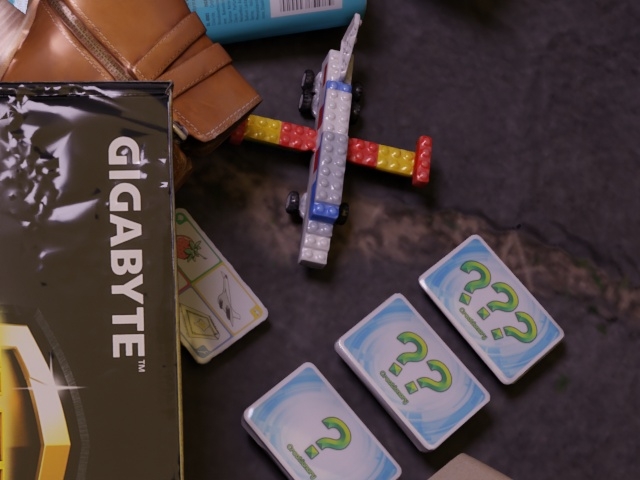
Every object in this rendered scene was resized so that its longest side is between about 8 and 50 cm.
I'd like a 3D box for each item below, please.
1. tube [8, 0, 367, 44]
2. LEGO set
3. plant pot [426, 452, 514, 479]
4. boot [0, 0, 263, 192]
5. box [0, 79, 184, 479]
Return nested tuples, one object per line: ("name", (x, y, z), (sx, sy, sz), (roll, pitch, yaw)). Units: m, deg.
("tube", (-0.080, -0.132, 0.883), (0.207, 0.052, 0.080), (-8, 72, -13))
("LEGO set", (0.000, 0.000, 0.856), (0.182, 0.060, 0.244), (-36, 81, -27))
("plant pot", (0.068, 0.170, 0.800), (0.109, 0.109, 0.096), (-35, 73, -24))
("boot", (-0.087, -0.120, 0.826), (0.152, 0.073, 0.197), (38, 91, 2))
("box", (-0.187, 0.093, 0.715), (0.257, 0.079, 0.322), (-1, 80, -6))
